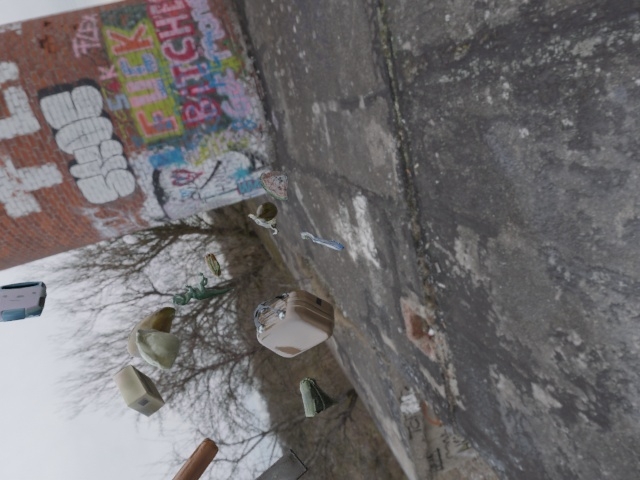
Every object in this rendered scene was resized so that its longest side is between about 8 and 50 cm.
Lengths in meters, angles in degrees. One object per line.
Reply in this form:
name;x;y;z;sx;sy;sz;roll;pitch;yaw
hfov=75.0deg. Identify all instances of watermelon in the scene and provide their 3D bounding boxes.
watermelon;-0.211;-0.292;2.090;0.187;0.139;0.071;37;-154;-30

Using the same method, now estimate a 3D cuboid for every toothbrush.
toothbrush;0.000;0.000;1.797;0.413;0.035;0.042;19;129;64

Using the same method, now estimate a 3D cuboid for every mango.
mango;-0.806;0.440;2.002;0.146;0.316;0.192;48;-162;20

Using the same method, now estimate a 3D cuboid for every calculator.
calculator;-1.096;0.219;1.515;0.293;0.172;0.051;32;124;55

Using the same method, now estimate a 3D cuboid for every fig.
fig;-0.300;-0.148;2.252;0.103;0.109;0.155;47;-153;-2

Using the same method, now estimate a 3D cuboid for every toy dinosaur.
toy dinosaur;-0.517;0.200;1.902;0.383;0.076;0.129;-10;-84;-55

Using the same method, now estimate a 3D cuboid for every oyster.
oyster;-0.341;-0.124;2.526;0.222;0.083;0.214;25;166;14

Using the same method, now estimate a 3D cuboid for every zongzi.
zongzi;-0.003;0.442;1.218;0.055;0.119;0.109;-24;77;46

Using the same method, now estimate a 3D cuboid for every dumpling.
dumpling;-0.638;0.400;1.619;0.179;0.131;0.252;35;-173;-21

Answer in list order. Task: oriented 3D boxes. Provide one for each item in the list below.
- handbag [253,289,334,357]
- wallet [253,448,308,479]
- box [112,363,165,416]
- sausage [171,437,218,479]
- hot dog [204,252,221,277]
handbag;-0.123;0.309;1.605;0.283;0.302;0.149;33;-138;-26
wallet;-0.186;1.049;1.846;0.133;0.243;0.039;50;176;-4
box;-0.799;0.663;1.840;0.168;0.095;0.212;42;159;27
sausage;-0.515;0.919;1.639;0.086;0.289;0.086;26;143;22
hot dog;-0.520;0.120;2.026;0.133;0.056;0.041;62;177;7
